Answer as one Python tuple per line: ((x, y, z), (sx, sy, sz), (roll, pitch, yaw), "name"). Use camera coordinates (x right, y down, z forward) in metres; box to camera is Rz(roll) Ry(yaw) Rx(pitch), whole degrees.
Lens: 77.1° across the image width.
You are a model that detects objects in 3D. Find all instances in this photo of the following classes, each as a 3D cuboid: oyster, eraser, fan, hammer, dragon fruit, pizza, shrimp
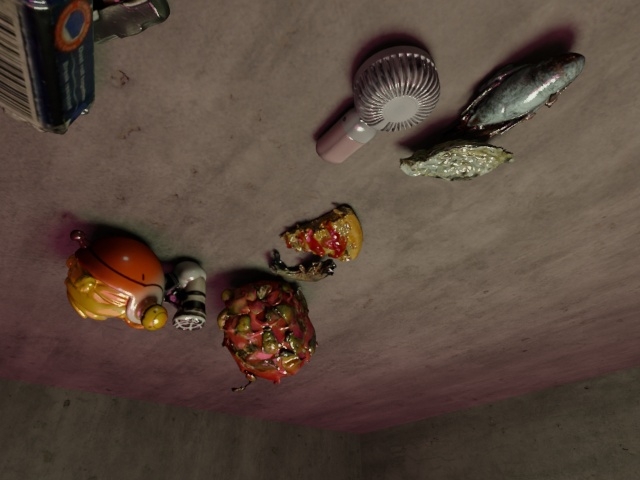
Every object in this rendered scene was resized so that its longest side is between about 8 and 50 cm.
((0.240, -0.141, 0.708), (0.177, 0.064, 0.125), (-1, 172, 37), "oyster")
((-0.361, -0.280, 0.471), (0.155, 0.101, 0.332), (31, 143, -11), "eraser")
((0.080, -0.205, 0.654), (0.130, 0.074, 0.244), (14, 148, -37), "fan")
((-0.311, -0.395, 0.419), (0.111, 0.043, 0.365), (-10, 141, 15), "hammer")
((-0.160, 0.234, 1.100), (0.269, 0.250, 0.291), (-25, 122, 19), "dragon fruit")
((0.000, 0.000, 0.938), (0.199, 0.062, 0.188), (-6, 142, 10), "pizza")
((0.286, -0.219, 0.633), (0.233, 0.079, 0.090), (-24, 94, 44), "shrimp")
((-0.048, 0.067, 1.011), (0.152, 0.046, 0.219), (19, 161, -23), "shrimp")

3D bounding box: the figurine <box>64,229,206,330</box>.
((-0.444, 0.100, 0.959), (0.323, 0.196, 0.320), (20, 180, -41), "figurine")
